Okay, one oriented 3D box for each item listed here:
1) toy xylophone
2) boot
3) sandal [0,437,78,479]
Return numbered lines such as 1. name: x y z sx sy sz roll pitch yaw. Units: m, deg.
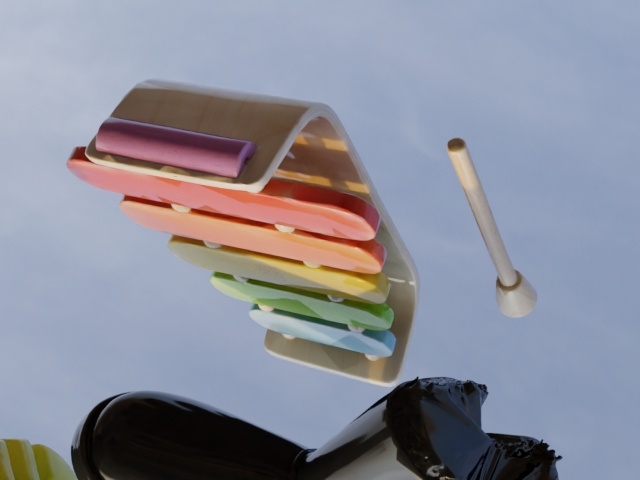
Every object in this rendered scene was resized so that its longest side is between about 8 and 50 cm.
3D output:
1. toy xylophone: 0.000 0.000 0.722 0.236 0.322 0.081 8 -114 32
2. boot: -0.004 0.129 0.684 0.246 0.207 0.094 28 -131 -17
3. sandal: -0.272 0.159 0.690 0.138 0.317 0.126 -28 -132 6
